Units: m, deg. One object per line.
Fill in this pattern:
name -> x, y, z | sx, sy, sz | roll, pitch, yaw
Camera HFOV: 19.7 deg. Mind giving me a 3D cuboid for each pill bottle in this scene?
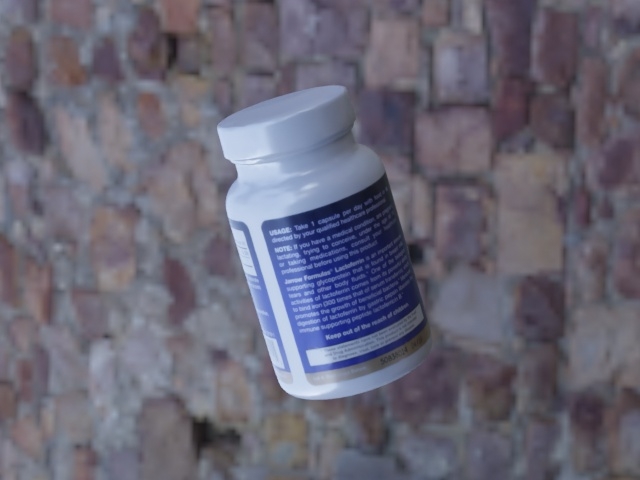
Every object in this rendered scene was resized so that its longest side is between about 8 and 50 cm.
pill bottle -> 0.000, 0.000, 1.704 | 0.153, 0.153, 0.265 | -63, -42, -70
